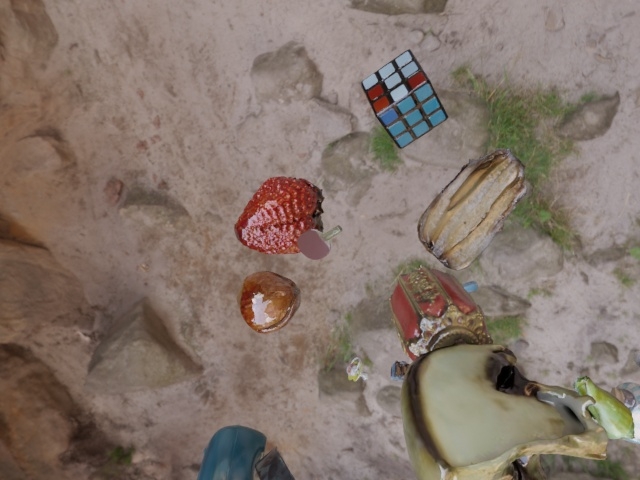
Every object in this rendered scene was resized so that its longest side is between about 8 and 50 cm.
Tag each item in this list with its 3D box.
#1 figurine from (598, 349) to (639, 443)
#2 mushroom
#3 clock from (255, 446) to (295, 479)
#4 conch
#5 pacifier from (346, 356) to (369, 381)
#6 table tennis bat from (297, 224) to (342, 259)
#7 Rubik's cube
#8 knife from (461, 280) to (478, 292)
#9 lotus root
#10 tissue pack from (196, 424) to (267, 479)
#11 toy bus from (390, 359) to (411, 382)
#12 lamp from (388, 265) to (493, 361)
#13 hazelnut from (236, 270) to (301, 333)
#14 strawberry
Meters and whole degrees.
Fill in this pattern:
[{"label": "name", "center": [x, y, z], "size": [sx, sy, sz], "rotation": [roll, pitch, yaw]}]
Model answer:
[{"label": "figurine", "center": [0.998, 0.431, 1.268], "size": [0.360, 0.378, 0.267], "rotation": [11, 119, 15]}, {"label": "mushroom", "center": [0.255, 0.291, 0.693], "size": [0.291, 0.217, 0.212], "rotation": [-12, 119, -12]}, {"label": "clock", "center": [-0.047, 0.724, 1.112], "size": [0.386, 0.076, 0.386], "rotation": [51, 158, 29]}, {"label": "conch", "center": [0.642, 0.385, 0.984], "size": [0.201, 0.079, 0.095], "rotation": [51, 164, 5]}, {"label": "pacifier", "center": [0.113, 0.378, 1.260], "size": [0.064, 0.068, 0.083], "rotation": [29, 160, -11]}, {"label": "table tennis bat", "center": [0.000, 0.000, 1.147], "size": [0.087, 0.013, 0.156], "rotation": [50, 132, -8]}, {"label": "Rubik's cube", "center": [0.227, -0.382, 1.188], "size": [0.162, 0.163, 0.160], "rotation": [-30, 141, 20]}, {"label": "knife", "center": [0.416, 0.186, 1.451], "size": [0.058, 0.243, 0.032], "rotation": [-170, 63, -75]}, {"label": "lotus root", "center": [0.332, -0.080, 0.968], "size": [0.167, 0.329, 0.078], "rotation": [51, 161, -8]}, {"label": "tissue pack", "center": [-0.292, 0.747, 1.381], "size": [0.205, 0.288, 0.198], "rotation": [12, 128, -6]}, {"label": "toy bus", "center": [0.296, 0.447, 1.452], "size": [0.122, 0.060, 0.075], "rotation": [16, 148, -7]}, {"label": "lamp", "center": [0.239, 0.160, 0.904], "size": [0.176, 0.274, 0.177], "rotation": [0, 110, -1]}, {"label": "hazelnut", "center": [-0.110, 0.132, 0.964], "size": [0.143, 0.143, 0.154], "rotation": [25, 172, 9]}, {"label": "strawberry", "center": [-0.132, -0.069, 1.329], "size": [0.238, 0.288, 0.250], "rotation": [24, 136, 52]}]
